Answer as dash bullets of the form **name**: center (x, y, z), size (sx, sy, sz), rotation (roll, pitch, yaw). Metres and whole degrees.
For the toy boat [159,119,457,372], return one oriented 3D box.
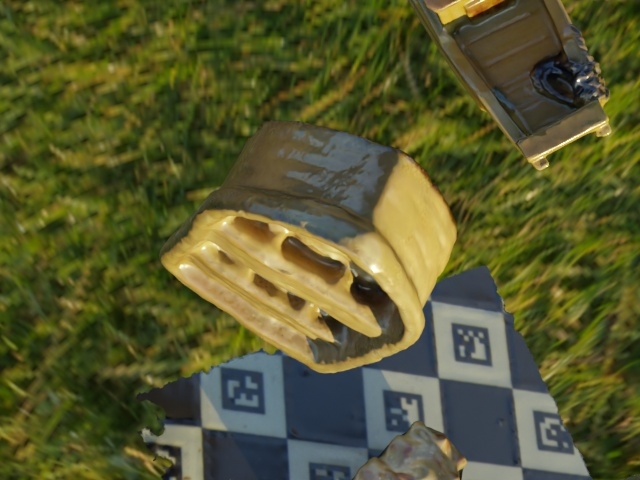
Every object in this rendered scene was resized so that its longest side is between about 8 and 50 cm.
- **toy boat**: center (0.000, 0.000, 0.892), size (0.116, 0.188, 0.061), rotation (34, 71, -9)

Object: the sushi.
- **sushi**: center (0.071, 0.160, 1.022), size (0.264, 0.050, 0.290), rotation (-17, 73, -36)

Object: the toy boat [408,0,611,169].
- **toy boat**: center (0.054, -0.122, 0.777), size (0.057, 0.077, 0.200), rotation (-28, 82, 5)

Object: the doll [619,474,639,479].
- **doll**: center (0.230, 0.194, 1.336), size (0.286, 0.202, 0.091), rotation (2, 112, 0)
